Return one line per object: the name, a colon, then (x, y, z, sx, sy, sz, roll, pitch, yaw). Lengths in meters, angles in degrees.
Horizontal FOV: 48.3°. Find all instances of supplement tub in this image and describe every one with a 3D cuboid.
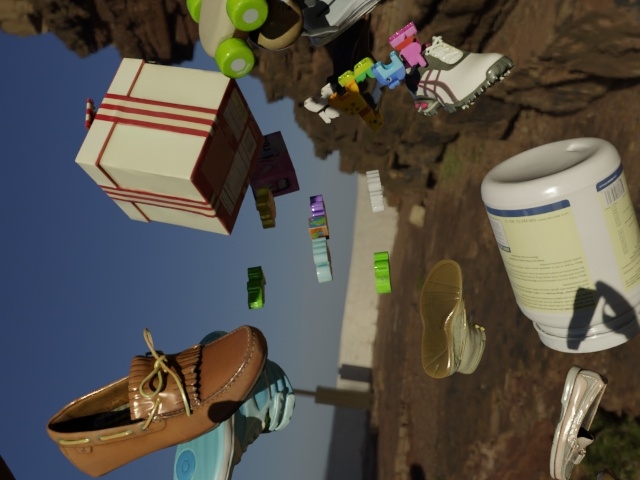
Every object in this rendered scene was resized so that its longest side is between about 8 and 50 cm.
supplement tub: (0.438, 0.007, 1.256, 0.235, 0.235, 0.325, -76, -34, -70)

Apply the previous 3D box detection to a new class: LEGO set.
LEGO set: (0.089, -0.246, 1.193, 0.093, 0.227, 0.087, 45, -154, -28)

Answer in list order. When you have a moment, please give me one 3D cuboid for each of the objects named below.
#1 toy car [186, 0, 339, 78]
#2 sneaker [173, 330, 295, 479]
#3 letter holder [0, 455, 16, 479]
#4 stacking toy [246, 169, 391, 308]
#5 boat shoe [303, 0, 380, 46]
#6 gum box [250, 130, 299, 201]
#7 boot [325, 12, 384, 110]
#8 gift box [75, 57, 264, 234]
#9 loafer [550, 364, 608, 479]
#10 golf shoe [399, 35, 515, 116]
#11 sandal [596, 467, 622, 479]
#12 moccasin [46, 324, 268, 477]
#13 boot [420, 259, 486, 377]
toy car: (-0.069, -0.322, 0.994, 0.155, 0.188, 0.149, 62, 145, 32)
sneaker: (-0.129, 0.332, 1.232, 0.208, 0.127, 0.319, 31, -126, -40)
letter holder: (-0.698, 0.437, 1.194, 0.152, 0.214, 0.302, -42, -12, 17)
stacking toy: (0.000, 0.000, 0.884, 0.221, 0.166, 0.052, -91, -10, -49)
boat shoe: (0.057, -0.409, 1.163, 0.226, 0.083, 0.076, -40, -10, -7)
gum box: (-0.121, -0.171, 1.663, 0.188, 0.107, 0.062, -111, 5, -50)
boot: (0.083, -0.361, 1.461, 0.082, 0.106, 0.219, 6, 75, 54)
gift box: (-0.270, -0.182, 1.329, 0.255, 0.258, 0.277, 71, -148, -58)
loafer: (0.270, 0.196, 0.748, 0.045, 0.039, 0.125, -4, -77, -55)
golf shoe: (0.214, -0.285, 1.209, 0.105, 0.120, 0.273, -40, 15, -15)
sandal: (0.228, 0.240, 0.474, 0.180, 0.049, 0.072, 62, -175, -2)
moccasin: (-0.248, 0.226, 1.076, 0.147, 0.379, 0.139, 51, -155, -33)
boot: (0.255, 0.148, 1.340, 0.165, 0.077, 0.213, 12, -99, -55)
